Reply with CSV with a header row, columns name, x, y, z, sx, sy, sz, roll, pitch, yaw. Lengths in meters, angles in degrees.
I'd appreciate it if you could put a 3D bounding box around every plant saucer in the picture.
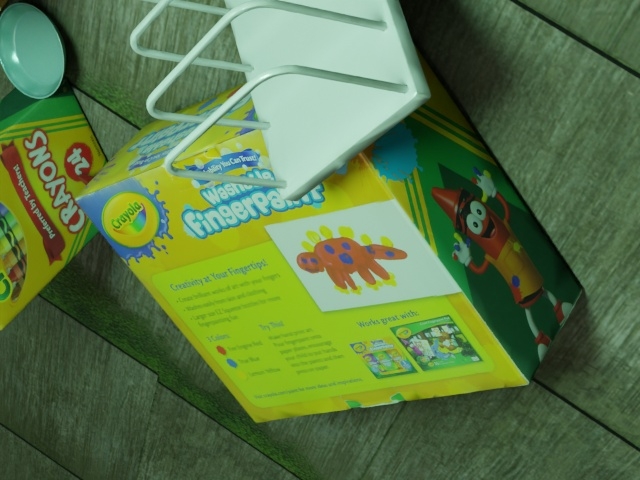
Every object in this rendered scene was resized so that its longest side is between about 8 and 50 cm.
name,x,y,z,sx,sy,sz,roll,pitch,yaw
plant saucer,-0.349,-0.234,1.706,0.119,0.021,0.119,17,119,33

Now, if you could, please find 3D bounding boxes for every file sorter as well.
name,x,y,z,sx,sy,sz,roll,pitch,yaw
file sorter,-0.063,-0.205,1.240,0.193,0.173,0.277,-37,61,41

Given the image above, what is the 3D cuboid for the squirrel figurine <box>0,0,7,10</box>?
name,x,y,z,sx,sy,sz,roll,pitch,yaw
squirrel figurine,-0.509,-0.293,1.510,0.397,0.370,0.281,-17,116,49

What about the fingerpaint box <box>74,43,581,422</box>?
name,x,y,z,sx,sy,sz,roll,pitch,yaw
fingerpaint box,0.000,0.000,1.552,0.445,0.163,0.371,-17,117,47

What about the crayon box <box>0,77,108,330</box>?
name,x,y,z,sx,sy,sz,roll,pitch,yaw
crayon box,-0.395,-0.033,1.730,0.081,0.318,0.202,6,133,37
